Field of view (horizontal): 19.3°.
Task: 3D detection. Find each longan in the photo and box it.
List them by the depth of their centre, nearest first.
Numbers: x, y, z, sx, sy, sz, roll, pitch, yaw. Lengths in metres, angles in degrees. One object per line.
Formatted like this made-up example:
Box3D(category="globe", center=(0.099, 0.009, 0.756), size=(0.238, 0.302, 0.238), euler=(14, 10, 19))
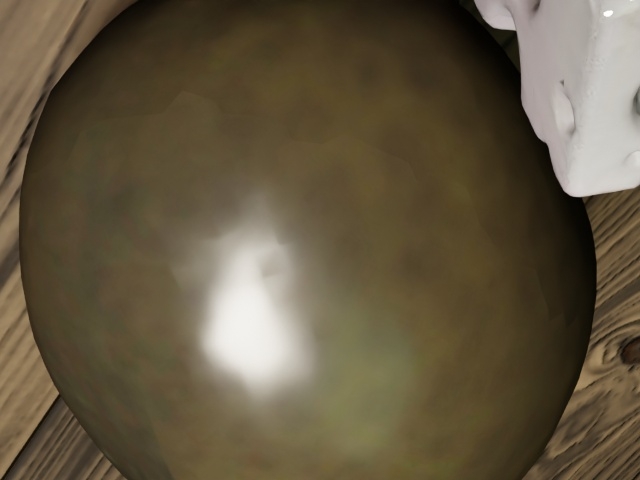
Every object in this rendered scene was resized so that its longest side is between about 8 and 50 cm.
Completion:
Box3D(category="longan", center=(0.000, 0.000, 0.837), size=(0.243, 0.300, 0.300), euler=(9, 150, 22))

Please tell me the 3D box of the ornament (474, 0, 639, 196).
Box3D(category="ornament", center=(0.176, -0.195, 0.677), size=(0.239, 0.240, 0.239), euler=(-10, 141, -11))
